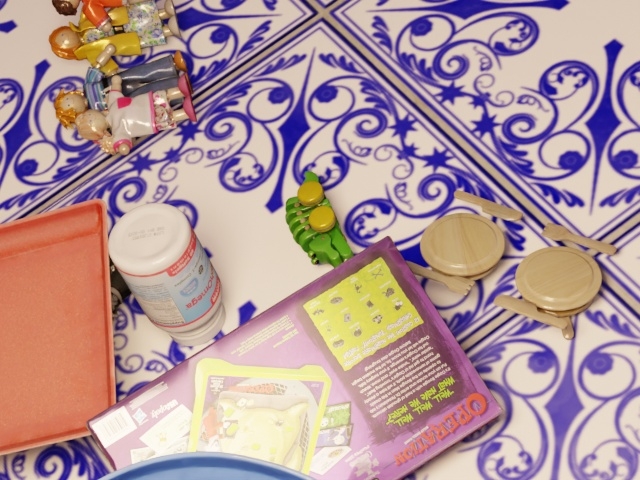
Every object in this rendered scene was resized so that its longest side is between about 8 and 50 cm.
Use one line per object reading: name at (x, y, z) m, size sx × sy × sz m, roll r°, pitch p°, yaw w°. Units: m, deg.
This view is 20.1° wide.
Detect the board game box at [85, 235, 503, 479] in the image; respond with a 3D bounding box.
board game box at (-0.025, 0.172, 1.736) m, size 0.347 × 0.056 × 0.208 m, roll -31°, pitch 76°, yaw -6°

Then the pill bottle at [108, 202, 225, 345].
pill bottle at (-0.153, 0.039, 1.866) m, size 0.087 × 0.160 × 0.087 m, roll -10°, pitch 52°, yaw 13°

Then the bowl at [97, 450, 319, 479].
bowl at (-0.095, 0.374, 1.568) m, size 0.391 × 0.077 × 0.391 m, roll 4°, pitch 56°, yaw -6°

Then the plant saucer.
plant saucer at (-0.323, 0.107, 1.866) m, size 0.259 × 0.048 × 0.258 m, roll -14°, pitch 62°, yaw 15°

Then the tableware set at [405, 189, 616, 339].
tableware set at (0.192, 0.030, 1.834) m, size 0.194 × 0.039 × 0.128 m, roll 21°, pitch 52°, yaw 24°

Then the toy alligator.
toy alligator at (0.000, 0.000, 1.910) m, size 0.051 × 0.056 × 0.190 m, roll -24°, pitch 50°, yaw 0°

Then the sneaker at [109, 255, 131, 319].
sneaker at (-0.241, 0.105, 1.908) m, size 0.228 × 0.086 × 0.132 m, roll -38°, pitch 56°, yaw 2°

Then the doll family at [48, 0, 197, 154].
doll family at (-0.240, -0.202, 2.130) m, size 0.163 × 0.118 × 0.263 m, roll -14°, pitch 69°, yaw 1°
